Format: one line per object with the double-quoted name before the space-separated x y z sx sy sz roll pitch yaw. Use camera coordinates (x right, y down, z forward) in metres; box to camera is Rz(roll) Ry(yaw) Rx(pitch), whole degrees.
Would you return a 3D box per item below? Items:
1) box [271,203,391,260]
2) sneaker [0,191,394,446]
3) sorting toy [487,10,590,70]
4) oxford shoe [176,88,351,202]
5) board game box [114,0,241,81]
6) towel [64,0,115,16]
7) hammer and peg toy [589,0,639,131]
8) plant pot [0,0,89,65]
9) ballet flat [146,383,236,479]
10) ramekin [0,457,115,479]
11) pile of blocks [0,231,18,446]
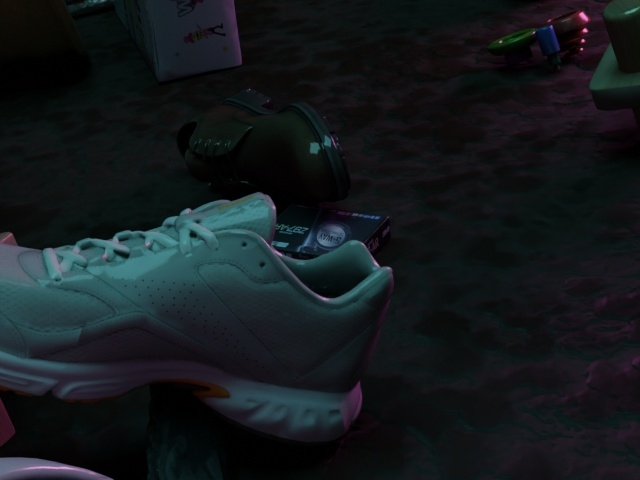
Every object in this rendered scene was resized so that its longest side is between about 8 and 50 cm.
"box" 0.000 0.000 0.830 0.083 0.018 0.067 9 33 29
"sneaker" -0.083 0.019 0.598 0.262 0.121 0.099 13 22 -24
"sorting toy" 0.215 -0.185 1.092 0.101 0.042 0.061 -21 13 3
"oxford shoe" -0.051 -0.061 0.899 0.096 0.083 0.227 -25 20 -22
"board game box" -0.181 -0.333 1.271 0.097 0.224 0.303 -13 29 -12
"towel" -0.275 -0.356 1.517 0.282 0.049 0.187 -16 29 -12
"hammer and peg toy" 0.383 -0.226 0.928 0.265 0.127 0.361 -3 39 36
"plant pot" -0.426 -0.275 1.235 0.253 0.276 0.276 -26 31 -7
"ballet flat" -0.075 0.111 0.629 0.057 0.049 0.173 21 21 -9
"ramekin" -0.138 0.173 0.376 0.109 0.207 0.207 0 29 33
"pile of blocks" -0.239 0.114 0.609 0.148 0.113 0.362 -17 21 2
